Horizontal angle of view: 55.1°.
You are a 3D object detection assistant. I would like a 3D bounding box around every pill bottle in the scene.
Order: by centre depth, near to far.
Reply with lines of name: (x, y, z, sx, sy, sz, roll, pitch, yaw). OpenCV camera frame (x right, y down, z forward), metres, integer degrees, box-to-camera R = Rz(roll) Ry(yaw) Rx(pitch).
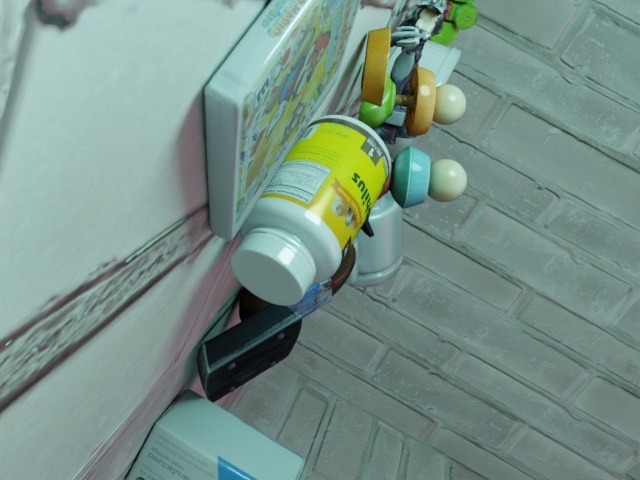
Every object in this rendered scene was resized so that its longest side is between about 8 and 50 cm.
pill bottle: (-0.010, -0.035, 0.677, 0.215, 0.117, 0.117, -59, 177, -36)

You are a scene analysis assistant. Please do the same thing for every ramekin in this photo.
ramekin: (0.189, -0.320, 1.348, 0.272, 0.127, 0.273, -59, 178, -4)

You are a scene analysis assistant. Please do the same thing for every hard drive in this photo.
hard drive: (-0.117, 0.179, 0.974, 0.172, 0.054, 0.254, -29, 164, -19)

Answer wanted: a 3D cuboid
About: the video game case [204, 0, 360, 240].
video game case: (-0.023, -0.122, 0.475, 0.206, 0.026, 0.227, -60, 177, -22)

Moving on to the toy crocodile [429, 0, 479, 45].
toy crocodile: (0.376, -0.665, 1.587, 0.340, 0.105, 0.115, 116, -37, -45)

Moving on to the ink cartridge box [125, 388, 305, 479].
ink cartridge box: (-0.200, 0.428, 0.948, 0.307, 0.223, 0.129, -61, 177, 14)

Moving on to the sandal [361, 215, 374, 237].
sandal: (0.076, -0.091, 1.273, 0.040, 0.179, 0.067, -22, 164, -9)

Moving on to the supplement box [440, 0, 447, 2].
supplement box: (0.259, -0.532, 1.306, 0.083, 0.043, 0.055, -59, 177, -10)

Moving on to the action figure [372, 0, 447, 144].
action figure: (0.144, -0.306, 1.018, 0.185, 0.099, 0.285, -42, 151, -61)

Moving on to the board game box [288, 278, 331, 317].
board game box: (-0.023, 0.099, 1.006, 0.090, 0.020, 0.090, -30, 157, -13)

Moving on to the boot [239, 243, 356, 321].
boot: (-0.013, 0.006, 0.993, 0.264, 0.096, 0.280, -23, 154, -29)

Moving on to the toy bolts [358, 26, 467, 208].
toy bolts: (0.132, -0.160, 0.844, 0.218, 0.159, 0.228, 91, 5, -76)

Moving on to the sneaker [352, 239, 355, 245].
sneaker: (0.000, 0.000, 1.289, 0.321, 0.126, 0.127, 86, 27, -66)

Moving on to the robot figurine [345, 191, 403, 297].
robot figurine: (0.111, -0.024, 1.568, 0.300, 0.200, 0.353, -58, 150, -45)
